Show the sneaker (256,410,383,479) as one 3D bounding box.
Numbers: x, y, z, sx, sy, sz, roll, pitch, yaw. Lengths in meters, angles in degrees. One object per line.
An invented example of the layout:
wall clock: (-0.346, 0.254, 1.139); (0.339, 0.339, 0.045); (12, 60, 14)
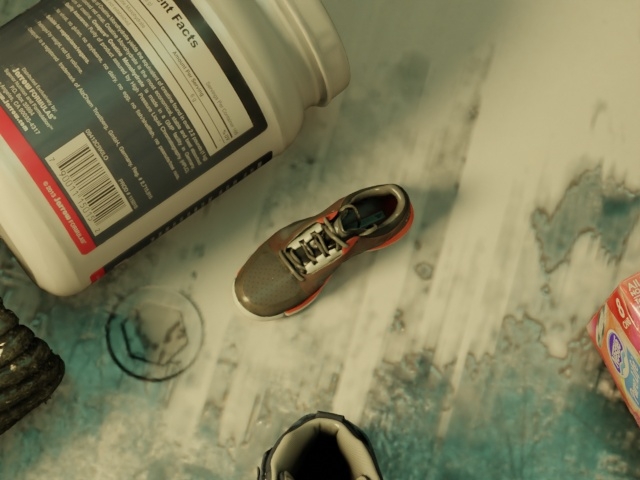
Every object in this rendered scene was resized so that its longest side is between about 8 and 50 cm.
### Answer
sneaker: (-0.008, 0.229, 1.366); (0.086, 0.163, 0.226); (5, 77, -3)

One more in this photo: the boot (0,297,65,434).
boot: (-0.384, 0.073, 1.403); (0.348, 0.131, 0.260); (39, 84, -3)

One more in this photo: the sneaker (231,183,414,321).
sneaker: (0.000, 0.000, 1.474); (0.158, 0.065, 0.061); (-35, 79, -11)

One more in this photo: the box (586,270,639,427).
box: (0.364, 0.042, 1.433); (0.300, 0.154, 0.142); (-26, 78, -8)

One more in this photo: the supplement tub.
supplement tub: (-0.135, -0.105, 1.432); (0.272, 0.191, 0.191); (-35, 79, -11)
